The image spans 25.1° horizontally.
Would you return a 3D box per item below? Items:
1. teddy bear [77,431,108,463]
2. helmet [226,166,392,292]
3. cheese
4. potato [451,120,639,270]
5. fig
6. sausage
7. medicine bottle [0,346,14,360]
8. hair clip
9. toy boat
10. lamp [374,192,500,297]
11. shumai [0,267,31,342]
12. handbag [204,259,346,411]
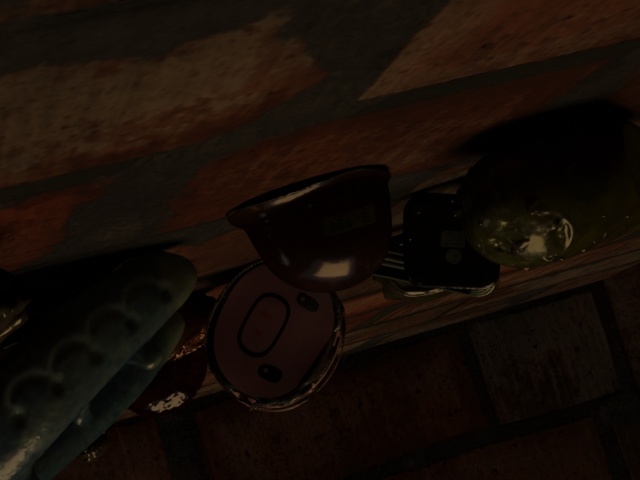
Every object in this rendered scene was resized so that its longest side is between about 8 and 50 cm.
[{"bbox_3d":[-0.359,0.226,2.127,0.177,0.140,0.190,-58,170,-15],"label":"teddy bear"},{"bbox_3d":[0.000,0.000,1.445,0.175,0.106,0.155,-8,167,-30],"label":"helmet"},{"bbox_3d":[0.157,0.038,2.042,0.175,0.091,0.202,-15,171,-7],"label":"cheese"},{"bbox_3d":[0.266,-0.058,1.511,0.298,0.141,0.176,-19,-172,-43],"label":"potato"},{"bbox_3d":[-0.236,0.183,2.088,0.146,0.134,0.201,-7,179,-5],"label":"fig"},{"bbox_3d":[-0.274,0.140,1.847,0.326,0.087,0.079,-14,135,-19],"label":"sausage"},{"bbox_3d":[-0.415,0.171,1.689,0.105,0.105,0.168,-19,171,10],"label":"medicine bottle"},{"bbox_3d":[-0.256,0.071,1.574,0.275,0.048,0.083,-15,167,-24],"label":"hair clip"},{"bbox_3d":[-0.242,0.159,1.475,0.330,0.123,0.215,-39,166,-31],"label":"toy boat"},{"bbox_3d":[0.125,0.001,1.779,0.203,0.124,0.283,2,176,6],"label":"lamp"},{"bbox_3d":[-0.399,0.094,1.220,0.283,0.217,0.346,-56,171,21],"label":"shumai"},{"bbox_3d":[-0.057,0.121,1.824,0.205,0.179,0.116,-61,165,0],"label":"handbag"}]
